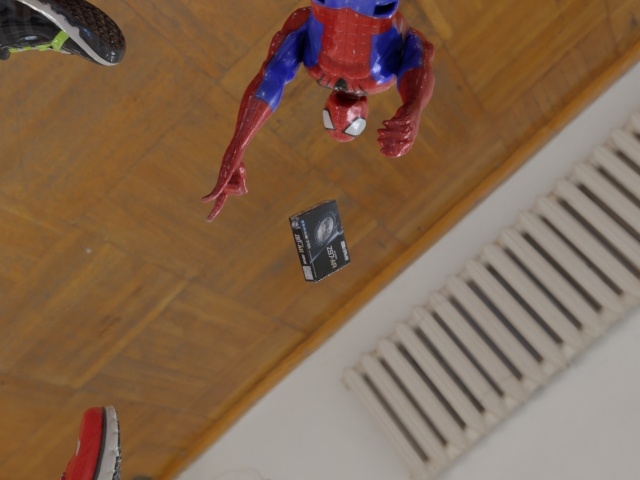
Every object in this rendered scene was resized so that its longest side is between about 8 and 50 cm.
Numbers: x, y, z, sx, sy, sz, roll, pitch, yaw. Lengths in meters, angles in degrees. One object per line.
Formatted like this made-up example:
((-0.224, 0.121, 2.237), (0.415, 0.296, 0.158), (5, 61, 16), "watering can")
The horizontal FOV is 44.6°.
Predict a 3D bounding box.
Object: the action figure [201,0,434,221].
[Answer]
((0.005, -0.091, 0.317), (0.280, 0.091, 0.139), (87, 18, -69), "action figure")

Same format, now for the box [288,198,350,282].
((0.000, 0.000, 0.937), (0.067, 0.018, 0.083), (-26, 109, -41), "box")

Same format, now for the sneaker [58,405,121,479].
((-0.263, 0.274, 0.746), (0.118, 0.279, 0.107), (11, 135, -5), "sneaker")

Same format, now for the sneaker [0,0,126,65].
((-0.321, -0.239, 0.869), (0.097, 0.234, 0.084), (-62, 168, 20), "sneaker")
